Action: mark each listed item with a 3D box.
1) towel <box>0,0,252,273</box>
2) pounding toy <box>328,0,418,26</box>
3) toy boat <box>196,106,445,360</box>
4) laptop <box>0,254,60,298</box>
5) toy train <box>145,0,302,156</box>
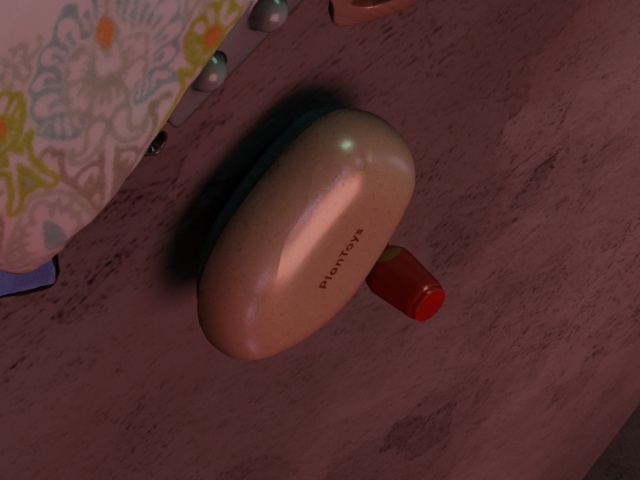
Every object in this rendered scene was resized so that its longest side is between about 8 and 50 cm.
[{"bbox_3d":[-0.131,-0.166,0.736,0.374,0.090,0.320,-54,151,3],"label":"towel"},{"bbox_3d":[0.022,-0.263,1.166,0.269,0.155,0.154,-1,161,-45],"label":"pounding toy"},{"bbox_3d":[0.000,0.000,1.503,0.267,0.148,0.318,-54,148,8],"label":"toy boat"},{"bbox_3d":[-0.320,0.003,0.747,0.408,0.236,0.382,-71,168,-45],"label":"laptop"},{"bbox_3d":[-0.079,-0.197,0.956,0.334,0.190,0.142,-45,156,0],"label":"toy train"}]
